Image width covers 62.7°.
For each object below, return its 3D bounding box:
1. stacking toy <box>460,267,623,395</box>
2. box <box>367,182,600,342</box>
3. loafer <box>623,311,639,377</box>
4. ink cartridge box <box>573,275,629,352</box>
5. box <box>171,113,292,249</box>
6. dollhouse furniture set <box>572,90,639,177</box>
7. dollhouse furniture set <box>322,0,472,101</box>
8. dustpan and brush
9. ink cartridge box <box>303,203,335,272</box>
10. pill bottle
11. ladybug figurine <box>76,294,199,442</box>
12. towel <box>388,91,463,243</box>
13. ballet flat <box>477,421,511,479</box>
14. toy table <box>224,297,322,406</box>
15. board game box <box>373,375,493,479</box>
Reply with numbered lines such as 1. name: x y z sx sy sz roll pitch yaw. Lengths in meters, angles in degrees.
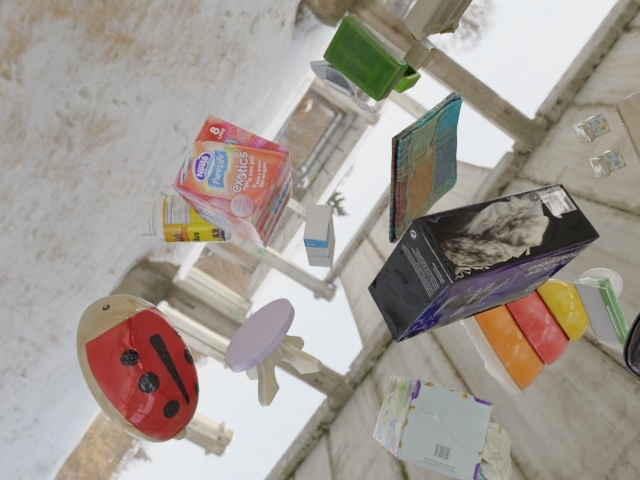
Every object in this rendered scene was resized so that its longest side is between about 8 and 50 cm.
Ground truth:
1. stacking toy: 0.714 0.237 1.654 0.480 0.350 0.350 -32 -163 14
2. box: 0.223 0.032 0.743 0.103 0.261 0.184 65 -26 23
3. loafer: 0.662 0.123 0.926 0.302 0.109 0.095 -45 167 -2
4. ink cartridge box: 0.700 0.177 1.265 0.056 0.171 0.235 -20 176 7
5. box: -0.150 -0.095 0.991 0.300 0.154 0.142 97 18 -80
6. dollhouse furniture set: 1.090 -0.290 1.674 0.362 0.394 0.256 -25 -176 13
7. dollhouse furniture set: 0.175 -0.446 1.020 0.197 0.151 0.301 -36 168 -47
8. dustpan and brush: 0.073 -0.419 1.447 0.147 0.211 0.060 28 -83 59
9. ink cartridge box: 0.000 0.000 1.341 0.180 0.060 0.104 81 15 -59
10. pill bottle: -0.323 -0.052 1.278 0.117 0.215 0.117 179 -90 -84
11. ladybug figurine: -0.473 0.338 1.438 0.162 0.449 0.305 -31 -179 31
12. towel: 0.265 -0.185 1.294 0.370 0.040 0.271 -41 136 -45
13. ballet flat: 0.363 0.469 1.227 0.147 0.147 0.409 -59 178 -9
14. toy table: -0.131 0.304 1.448 0.252 0.161 0.274 -10 -153 42
15. board game box: 0.209 0.357 1.036 0.275 0.144 0.142 105 3 -76
